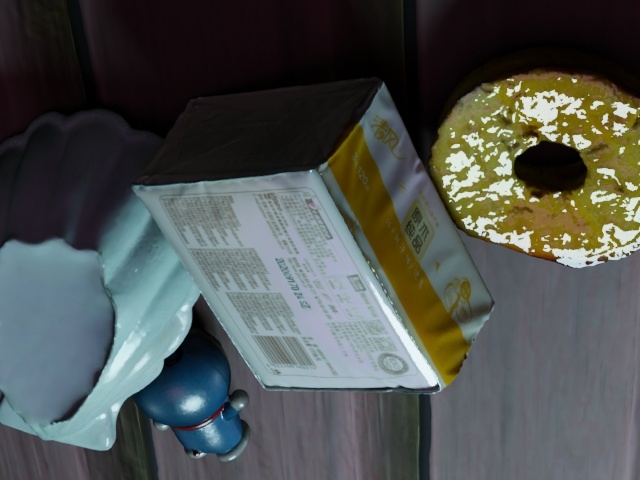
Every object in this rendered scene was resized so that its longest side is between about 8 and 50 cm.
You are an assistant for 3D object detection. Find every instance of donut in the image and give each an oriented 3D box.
[{"bbox_3d":[0.178,-0.069,1.201,0.190,0.074,0.174,2,128,6],"label":"donut"}]

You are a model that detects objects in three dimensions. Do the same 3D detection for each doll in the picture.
[{"bbox_3d":[-0.113,0.130,1.356,0.114,0.085,0.152,-1,138,26],"label":"doll"}]

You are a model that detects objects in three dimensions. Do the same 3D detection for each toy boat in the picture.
[{"bbox_3d":[-0.199,0.043,1.247,0.200,0.100,0.290,15,115,9],"label":"toy boat"}]

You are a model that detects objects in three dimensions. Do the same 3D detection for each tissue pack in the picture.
[{"bbox_3d":[0.000,0.000,1.197,0.185,0.124,0.225,-4,130,35],"label":"tissue pack"}]
